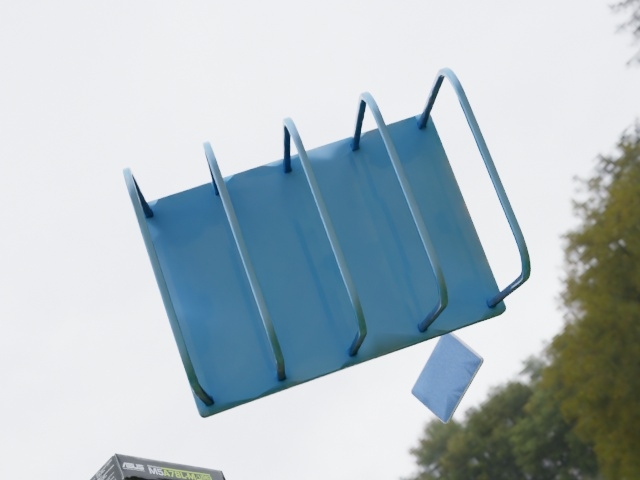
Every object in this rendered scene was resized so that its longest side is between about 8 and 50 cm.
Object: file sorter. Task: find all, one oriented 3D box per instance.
[{"bbox_3d":[0.000,0.000,0.505,0.170,0.118,0.104,-19,-13,-6],"label":"file sorter"}]

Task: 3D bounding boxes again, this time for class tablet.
[{"bbox_3d":[0.126,0.136,1.026,0.006,0.054,0.083,-2,-55,-50],"label":"tablet"}]

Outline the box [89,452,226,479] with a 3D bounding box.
[{"bbox_3d":[-0.235,0.346,1.266,0.184,0.045,0.191,24,-64,-45],"label":"box"}]
